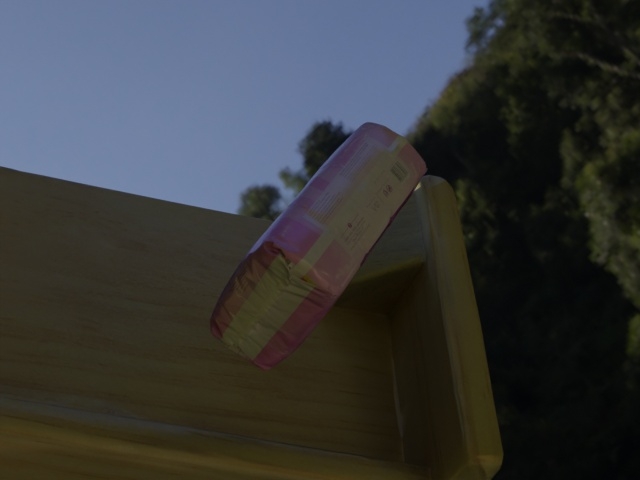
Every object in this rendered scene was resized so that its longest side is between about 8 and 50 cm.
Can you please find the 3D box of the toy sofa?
[{"bbox_3d":[-0.126,0.049,0.475,0.363,0.150,0.177,12,-45,-18],"label":"toy sofa"}]

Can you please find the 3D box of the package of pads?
[{"bbox_3d":[0.000,0.000,0.390,0.050,0.032,0.083,-48,3,43],"label":"package of pads"}]
